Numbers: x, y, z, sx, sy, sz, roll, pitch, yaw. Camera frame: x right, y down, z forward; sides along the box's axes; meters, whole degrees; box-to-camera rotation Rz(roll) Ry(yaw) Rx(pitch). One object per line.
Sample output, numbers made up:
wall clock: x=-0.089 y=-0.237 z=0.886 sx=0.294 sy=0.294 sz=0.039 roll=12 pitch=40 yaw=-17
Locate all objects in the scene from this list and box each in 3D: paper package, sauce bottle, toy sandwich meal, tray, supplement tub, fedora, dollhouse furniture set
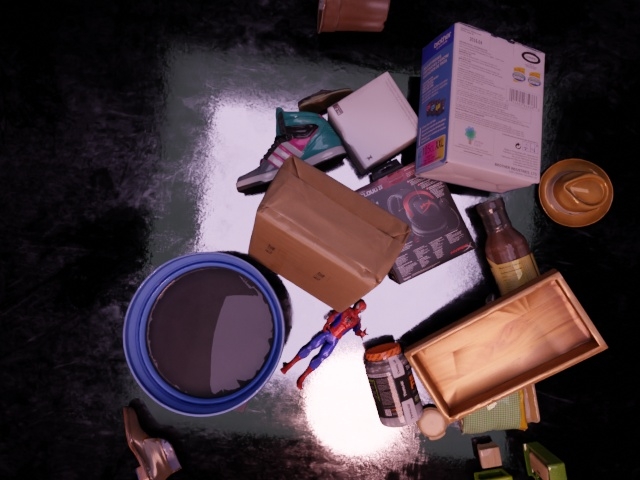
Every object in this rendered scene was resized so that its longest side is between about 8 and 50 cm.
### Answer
paper package: x=0.000 y=0.000 z=1.168 sx=0.310 sy=0.325 sz=0.168 roll=32 pitch=70 yaw=1
sauce bottle: x=0.490 y=0.058 z=1.284 sx=0.112 sy=0.111 sz=0.344 roll=-19 pitch=88 yaw=1
toy sandwich meal: x=0.295 y=0.480 z=1.324 sx=0.086 sy=0.029 sz=0.085 roll=-1 pitch=85 yaw=11
tray: x=0.436 y=0.259 z=1.221 sx=0.411 sy=0.076 sz=0.202 roll=-32 pitch=86 yaw=15
supplement tub: x=0.183 y=0.365 z=1.281 sx=0.117 sy=0.117 sz=0.190 roll=-16 pitch=90 yaw=1
fedora: x=0.670 y=-0.126 z=1.296 sx=0.195 sy=0.079 sz=0.194 roll=0 pitch=89 yaw=1
dollhouse furniture set: x=0.470 y=0.488 z=1.259 sx=0.198 sy=0.151 sz=0.301 roll=-10 pitch=89 yaw=1

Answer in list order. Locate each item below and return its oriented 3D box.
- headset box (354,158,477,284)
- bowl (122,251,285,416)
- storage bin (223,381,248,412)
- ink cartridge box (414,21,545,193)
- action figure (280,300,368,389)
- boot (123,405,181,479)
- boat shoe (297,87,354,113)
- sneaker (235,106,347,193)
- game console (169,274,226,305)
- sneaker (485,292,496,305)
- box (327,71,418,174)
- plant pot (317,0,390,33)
headset box: x=0.227 y=-0.066 z=1.285 sx=0.218 sy=0.110 sz=0.293 roll=-27 pitch=90 yaw=0
bowl: x=-0.279 y=0.223 z=1.235 sx=0.392 sy=0.077 sz=0.390 roll=0 pitch=81 yaw=2
storage bin: x=-0.233 y=0.384 z=1.302 sx=0.135 sy=0.098 sz=0.090 roll=17 pitch=100 yaw=1
ink cartridge box: x=0.384 y=-0.334 z=1.205 sx=0.270 sy=0.151 sz=0.394 roll=9 pitch=83 yaw=-21
action figure: x=0.021 y=0.262 z=1.278 sx=0.091 sy=0.139 sz=0.280 roll=44 pitch=88 yaw=-1
boot: x=-0.446 y=0.528 z=1.322 sx=0.106 sy=0.082 sz=0.219 roll=-17 pitch=85 yaw=-21
boat shoe: x=0.012 y=-0.373 z=1.318 sx=0.153 sy=0.056 sz=0.049 roll=-17 pitch=57 yaw=-4
sneaker: x=-0.099 y=-0.243 z=1.286 sx=0.296 sy=0.124 sz=0.178 roll=-20 pitch=85 yaw=6
game console: x=-0.334 y=0.176 z=1.299 sx=0.124 sy=0.085 sz=0.143 roll=25 pitch=89 yaw=-25
sneaker: x=0.458 y=0.180 z=1.325 sx=0.035 sy=0.031 sz=0.083 roll=-2 pitch=94 yaw=-13
box: x=0.137 y=-0.294 z=1.284 sx=0.182 sy=0.119 sz=0.180 roll=-32 pitch=90 yaw=1
plant pot: x=0.083 y=-0.603 z=1.273 sx=0.165 sy=0.167 sz=0.166 roll=5 pitch=90 yaw=-7
